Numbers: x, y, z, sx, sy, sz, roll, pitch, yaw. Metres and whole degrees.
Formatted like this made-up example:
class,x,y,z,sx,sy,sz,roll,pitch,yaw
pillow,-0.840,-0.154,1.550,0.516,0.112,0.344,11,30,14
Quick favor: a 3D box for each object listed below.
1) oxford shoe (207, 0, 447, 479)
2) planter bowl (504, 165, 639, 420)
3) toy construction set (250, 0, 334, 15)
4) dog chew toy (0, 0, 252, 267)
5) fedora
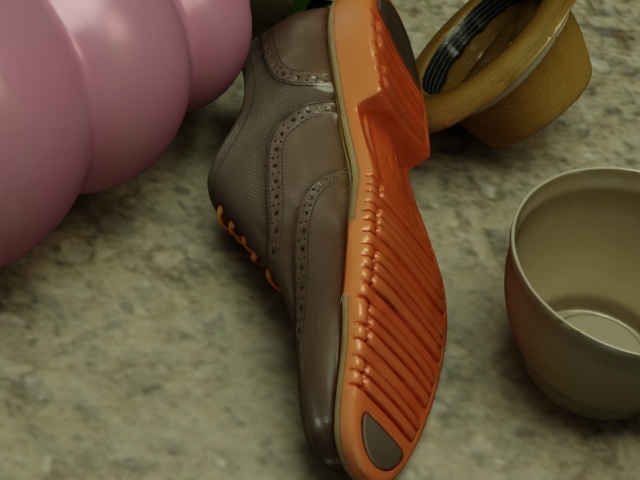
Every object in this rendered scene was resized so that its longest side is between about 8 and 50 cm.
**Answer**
class,x,y,z,sx,sy,sz,roll,pitch,yaw
oxford shoe,0.000,0.000,1.065,0.133,0.130,0.363,-14,50,19
planter bowl,0.189,0.046,1.042,0.162,0.109,0.162,6,47,-6
toy construction set,-0.059,-0.250,1.258,0.328,0.151,0.215,-6,28,-24
dog chew toy,-0.180,-0.110,1.045,0.332,0.206,0.206,-30,59,-35
fedora,0.142,-0.128,1.195,0.079,0.194,0.194,46,43,-19
